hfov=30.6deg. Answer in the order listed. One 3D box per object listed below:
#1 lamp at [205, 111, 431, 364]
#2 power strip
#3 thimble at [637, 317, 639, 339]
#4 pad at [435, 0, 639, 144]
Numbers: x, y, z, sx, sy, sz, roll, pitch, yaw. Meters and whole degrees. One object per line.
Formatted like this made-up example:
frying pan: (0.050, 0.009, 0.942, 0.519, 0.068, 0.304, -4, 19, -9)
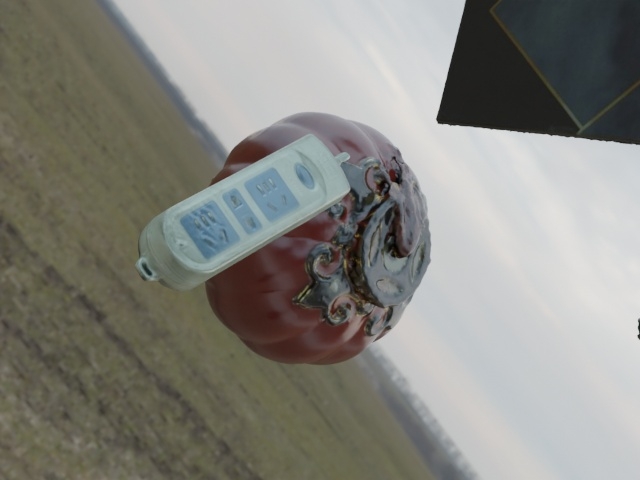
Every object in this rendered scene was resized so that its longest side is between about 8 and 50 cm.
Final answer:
lamp: (0.000, 0.000, 1.029, 0.227, 0.227, 0.227, 53, -1, 1)
power strip: (-0.038, -0.021, 0.703, 0.191, 0.030, 0.047, -33, 88, -46)
thimble: (0.260, 0.028, 0.673, 0.090, 0.118, 0.135, 44, -41, 15)
pad: (0.138, -0.169, 0.583, 0.004, 0.242, 0.164, 15, -1, -36)
